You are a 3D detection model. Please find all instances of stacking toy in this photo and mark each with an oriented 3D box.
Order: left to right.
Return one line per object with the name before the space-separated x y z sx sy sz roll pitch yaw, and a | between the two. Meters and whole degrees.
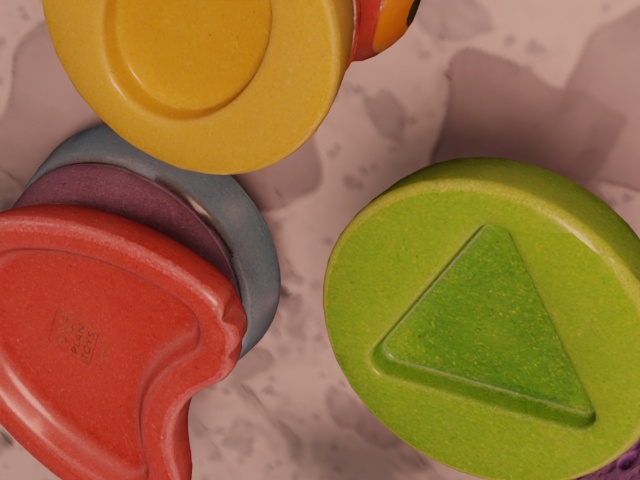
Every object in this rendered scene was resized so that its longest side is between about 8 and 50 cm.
stacking toy | 0.000 0.000 0.656 0.279 0.130 0.309 37 130 3

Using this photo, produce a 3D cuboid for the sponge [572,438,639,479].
sponge | 0.167 0.071 0.654 0.210 0.117 0.031 -31 107 25
